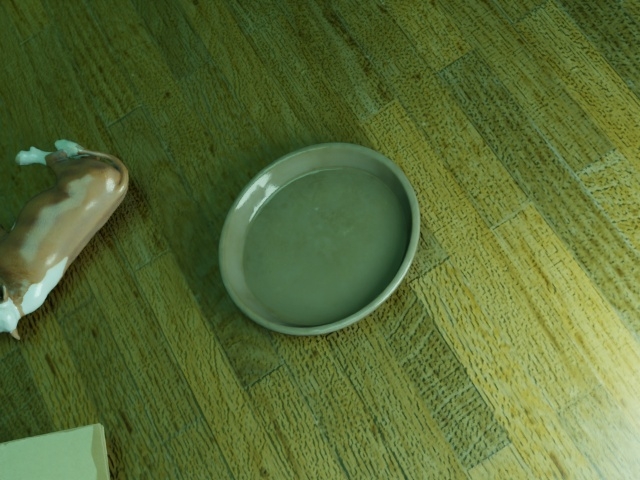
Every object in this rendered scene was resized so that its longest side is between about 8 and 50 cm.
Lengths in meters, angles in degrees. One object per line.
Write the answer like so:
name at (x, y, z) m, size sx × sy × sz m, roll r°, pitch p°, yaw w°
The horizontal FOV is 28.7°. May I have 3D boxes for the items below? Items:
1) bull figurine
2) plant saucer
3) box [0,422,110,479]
bull figurine at (-0.399, -0.010, 1.756) m, size 0.310 × 0.101 × 0.188 m, roll -47°, pitch 56°, yaw -6°
plant saucer at (0.000, 0.000, 1.631) m, size 0.277 × 0.041 × 0.278 m, roll -9°, pitch 62°, yaw 18°
box at (-0.337, 0.340, 1.552) m, size 0.164 × 0.021 × 0.201 m, roll -11°, pitch 70°, yaw -4°
